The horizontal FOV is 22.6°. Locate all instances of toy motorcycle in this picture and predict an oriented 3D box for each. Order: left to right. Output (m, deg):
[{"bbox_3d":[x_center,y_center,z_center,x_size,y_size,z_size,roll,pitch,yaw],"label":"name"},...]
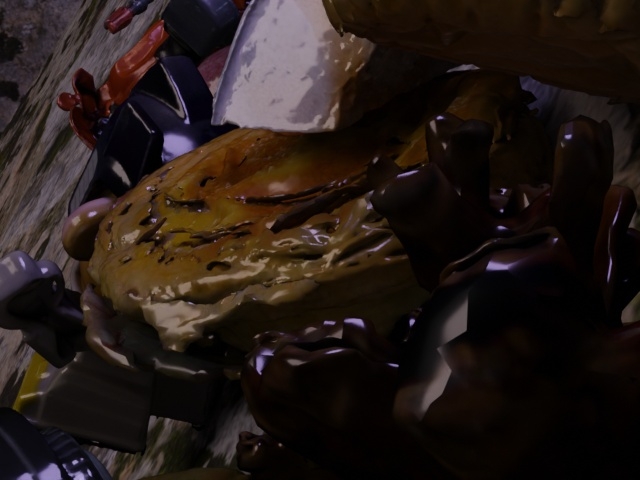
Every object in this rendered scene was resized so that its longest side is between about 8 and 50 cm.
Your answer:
[{"bbox_3d":[-0.151,-0.185,1.645,0.221,0.148,0.325,-47,0,-36],"label":"toy motorcycle"}]

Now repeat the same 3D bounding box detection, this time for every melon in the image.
[{"bbox_3d":[0.029,-0.134,0.926,0.093,0.202,0.139,31,136,43],"label":"melon"}]

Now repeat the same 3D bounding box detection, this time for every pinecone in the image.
[{"bbox_3d":[0.083,0.100,0.433,0.243,0.257,0.243,-41,-19,-18],"label":"pinecone"}]

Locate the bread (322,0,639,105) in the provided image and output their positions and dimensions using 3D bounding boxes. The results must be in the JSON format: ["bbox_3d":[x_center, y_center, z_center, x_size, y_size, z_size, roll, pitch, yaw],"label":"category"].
[{"bbox_3d":[0.095,-0.153,0.791,0.240,0.240,0.139,-174,96,-70],"label":"bread"}]

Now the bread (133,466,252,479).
[{"bbox_3d":[-0.117,0.207,0.933,0.232,0.088,0.128,-14,77,16],"label":"bread"}]

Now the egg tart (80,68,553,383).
[{"bbox_3d":[0.000,0.000,0.935,0.297,0.132,0.297,-17,26,9],"label":"egg tart"}]

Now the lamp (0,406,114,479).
[{"bbox_3d":[-0.263,0.231,1.080,0.272,0.374,0.205,-45,5,-27],"label":"lamp"}]

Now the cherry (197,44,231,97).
[{"bbox_3d":[-0.051,-0.137,1.377,0.225,0.090,0.107,-34,26,52],"label":"cherry"}]

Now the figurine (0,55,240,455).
[{"bbox_3d":[-0.111,0.014,1.146,0.308,0.143,0.308,-54,-13,-18],"label":"figurine"}]
